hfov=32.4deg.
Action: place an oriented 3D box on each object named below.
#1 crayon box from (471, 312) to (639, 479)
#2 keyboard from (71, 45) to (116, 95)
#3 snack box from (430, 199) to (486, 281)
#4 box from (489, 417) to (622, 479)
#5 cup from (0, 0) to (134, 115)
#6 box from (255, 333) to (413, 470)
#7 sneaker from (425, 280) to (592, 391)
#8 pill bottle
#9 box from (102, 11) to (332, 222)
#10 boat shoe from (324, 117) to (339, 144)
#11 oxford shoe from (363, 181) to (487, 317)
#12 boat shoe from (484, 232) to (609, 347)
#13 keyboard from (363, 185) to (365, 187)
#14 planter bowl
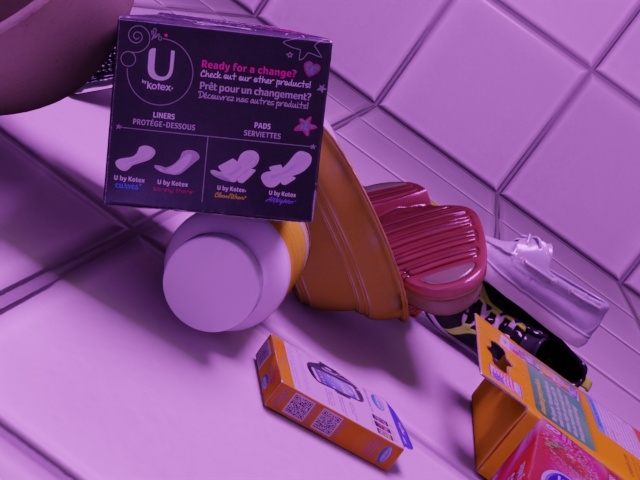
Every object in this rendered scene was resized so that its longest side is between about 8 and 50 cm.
[{"bbox_3d":[0.260,0.220,1.077,0.323,0.083,0.203,36,13,-2],"label":"crayon box"},{"bbox_3d":[-0.233,-0.222,1.285,0.192,0.038,0.100,-19,50,-40],"label":"keyboard"},{"bbox_3d":[0.170,0.005,1.609,0.174,0.070,0.207,39,16,15],"label":"snack box"},{"bbox_3d":[0.137,0.222,0.670,0.122,0.128,0.257,38,14,7],"label":"box"},{"bbox_3d":[-0.279,-0.233,0.895,0.331,0.331,0.237,40,-10,17],"label":"cup"},{"bbox_3d":[0.012,0.133,0.884,0.136,0.028,0.081,34,13,-19],"label":"box"},{"bbox_3d":[0.232,0.108,1.319,0.234,0.084,0.097,32,-12,-15],"label":"sneaker"},{"bbox_3d":[-0.070,0.016,0.911,0.103,0.103,0.184,36,13,0],"label":"pill bottle"},{"bbox_3d":[-0.083,-0.111,0.907,0.163,0.142,0.247,5,12,-6],"label":"box"},{"bbox_3d":[-0.047,-0.155,1.547,0.094,0.109,0.302,26,14,-44],"label":"boat shoe"},{"bbox_3d":[0.112,0.029,1.219,0.348,0.123,0.130,-117,-166,-72],"label":"oxford shoe"},{"bbox_3d":[0.247,0.034,1.309,0.227,0.081,0.079,37,9,-10],"label":"boat shoe"},{"bbox_3d":[0.056,-0.061,1.646,0.108,0.023,0.180,26,13,6],"label":"keyboard"},{"bbox_3d":[0.000,0.000,1.087,0.217,0.090,0.217,155,-90,-84],"label":"planter bowl"}]
